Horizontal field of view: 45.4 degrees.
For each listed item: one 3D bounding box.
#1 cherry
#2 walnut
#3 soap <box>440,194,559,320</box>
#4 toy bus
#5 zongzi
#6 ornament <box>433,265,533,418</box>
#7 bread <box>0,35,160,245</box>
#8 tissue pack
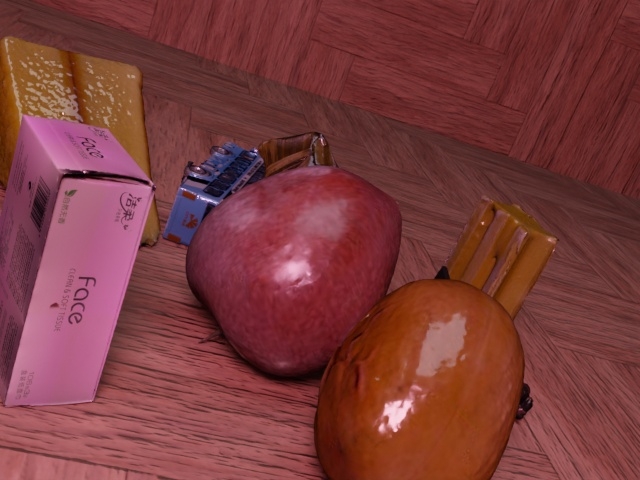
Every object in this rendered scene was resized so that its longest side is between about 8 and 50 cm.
[{"bbox_3d":[-0.028,0.029,0.939,0.261,0.307,0.221,43,-15,49],"label":"cherry"},{"bbox_3d":[0.097,0.163,0.781,0.203,0.203,0.298,25,44,10],"label":"walnut"},{"bbox_3d":[0.244,0.061,1.145,0.076,0.233,0.135,18,21,-26],"label":"soap"},{"bbox_3d":[-0.161,-0.075,1.282,0.131,0.106,0.297,24,22,1],"label":"toy bus"},{"bbox_3d":[0.000,0.000,1.272,0.134,0.288,0.286,-15,-21,13],"label":"zongzi"},{"bbox_3d":[0.210,0.161,1.016,0.196,0.153,0.166,28,20,-8],"label":"ornament"},{"bbox_3d":[-0.403,-0.107,1.201,0.233,0.245,0.362,7,55,-37],"label":"bread"},{"bbox_3d":[-0.257,0.018,0.750,0.092,0.246,0.148,4,26,-37],"label":"tissue pack"}]
